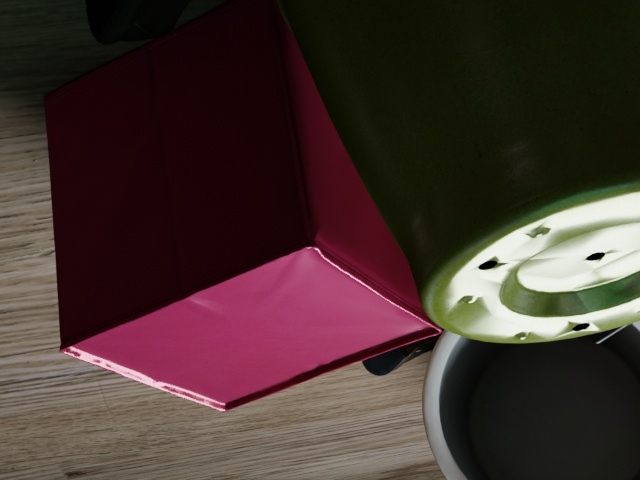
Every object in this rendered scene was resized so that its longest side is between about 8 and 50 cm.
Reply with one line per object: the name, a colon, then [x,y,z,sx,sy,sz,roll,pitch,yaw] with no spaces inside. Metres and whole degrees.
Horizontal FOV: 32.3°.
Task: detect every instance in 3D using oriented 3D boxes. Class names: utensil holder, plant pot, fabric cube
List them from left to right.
fabric cube: [-0.071,-0.024,1.018,0.259,0.258,0.254,-22,150,21]
plant pot: [0.151,-0.128,0.797,0.367,0.353,0.366,-8,153,-4]
utensil holder: [0.332,0.241,1.547,0.328,0.327,0.385,-16,164,10]

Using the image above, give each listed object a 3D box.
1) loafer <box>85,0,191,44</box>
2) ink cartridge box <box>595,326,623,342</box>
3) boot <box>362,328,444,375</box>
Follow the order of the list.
loafer: [-0.104,-0.226,0.831,0.078,0.080,0.220,-2,158,-37]
ink cartridge box: [0.461,0.011,1.344,0.333,0.065,0.165,-24,166,-41]
boot: [0.162,0.113,1.593,0.219,0.082,0.106,-36,169,26]
